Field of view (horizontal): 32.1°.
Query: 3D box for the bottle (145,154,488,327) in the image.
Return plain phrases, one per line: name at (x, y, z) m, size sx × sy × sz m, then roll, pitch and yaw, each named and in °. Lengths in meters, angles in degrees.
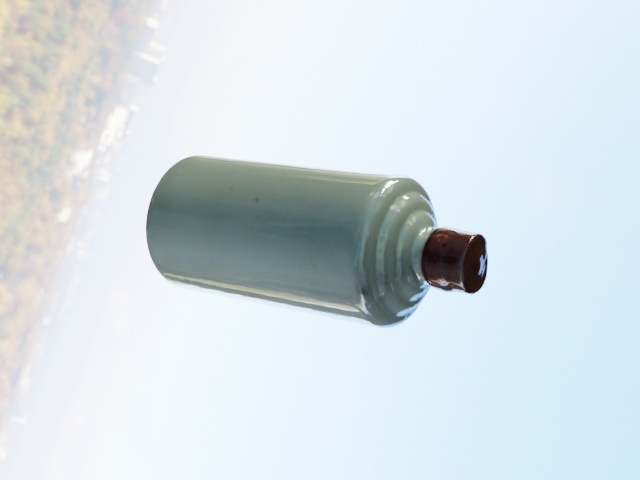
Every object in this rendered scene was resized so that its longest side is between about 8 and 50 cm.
bottle at (0.000, 0.000, 0.770) m, size 0.245 × 0.104 × 0.104 m, roll 8°, pitch -108°, yaw 34°
